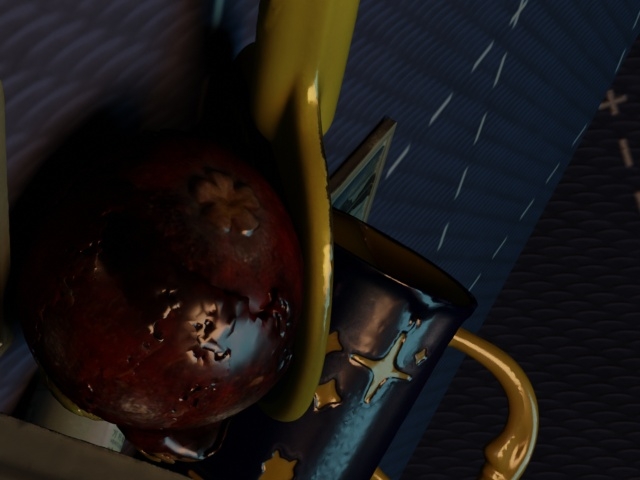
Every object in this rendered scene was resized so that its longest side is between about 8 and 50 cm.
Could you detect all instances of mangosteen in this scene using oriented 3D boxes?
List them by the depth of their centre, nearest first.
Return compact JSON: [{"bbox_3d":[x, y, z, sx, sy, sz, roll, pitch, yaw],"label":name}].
[{"bbox_3d":[-0.090,0.035,1.026,0.166,0.166,0.180,-49,172,-43],"label":"mangosteen"}]

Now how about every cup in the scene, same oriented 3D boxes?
[{"bbox_3d":[0.018,0.135,1.443,0.256,0.255,0.178,-62,163,9],"label":"cup"}]

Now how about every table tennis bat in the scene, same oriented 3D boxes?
[{"bbox_3d":[-0.022,-0.052,1.102,0.369,0.054,0.224,102,-22,-43],"label":"table tennis bat"}]

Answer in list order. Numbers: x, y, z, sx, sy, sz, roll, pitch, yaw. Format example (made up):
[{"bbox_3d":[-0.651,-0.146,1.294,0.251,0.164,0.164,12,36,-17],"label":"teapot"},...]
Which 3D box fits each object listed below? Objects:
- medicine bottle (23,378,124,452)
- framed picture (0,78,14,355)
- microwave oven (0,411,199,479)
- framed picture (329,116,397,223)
[{"bbox_3d":[-0.195,0.205,1.125,0.079,0.124,0.258,72,37,-69],"label":"medicine bottle"},{"bbox_3d":[-0.241,0.094,0.861,0.324,0.020,0.240,-54,166,-31],"label":"framed picture"},{"bbox_3d":[-0.179,0.266,0.813,0.355,0.218,0.286,106,4,-48],"label":"microwave oven"},{"bbox_3d":[0.000,0.000,1.628,0.203,0.015,0.150,-49,162,-45],"label":"framed picture"}]
